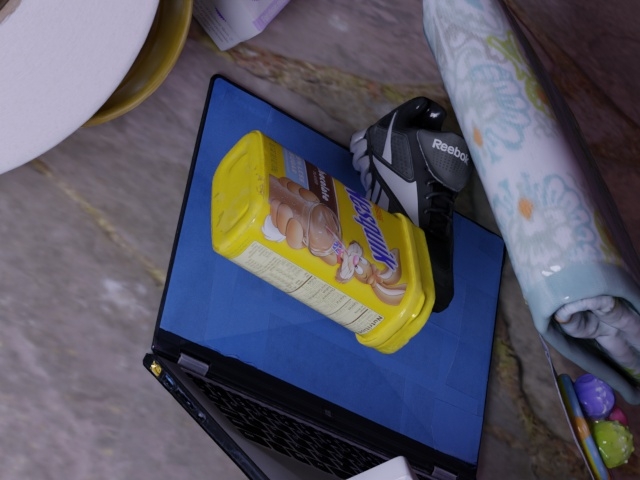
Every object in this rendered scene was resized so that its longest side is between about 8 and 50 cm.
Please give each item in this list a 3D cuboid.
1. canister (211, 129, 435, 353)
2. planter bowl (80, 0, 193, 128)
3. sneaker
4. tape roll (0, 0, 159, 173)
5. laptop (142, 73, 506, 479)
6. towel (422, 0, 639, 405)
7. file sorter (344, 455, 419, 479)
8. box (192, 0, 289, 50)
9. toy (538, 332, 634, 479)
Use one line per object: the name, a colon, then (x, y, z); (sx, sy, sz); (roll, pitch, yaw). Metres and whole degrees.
canister: (0.000, 0.000, 1.235); (0.170, 0.073, 0.126); (31, 30, -26)
planter bowl: (-0.213, -0.188, 1.210); (0.217, 0.090, 0.217); (1, 88, -23)
sneaker: (0.088, -0.043, 1.379); (0.078, 0.106, 0.234); (28, 33, -32)
tape roll: (-0.298, -0.221, 1.086); (0.392, 0.072, 0.392); (0, 89, -23)
laptop: (0.077, 0.093, 1.322); (0.382, 0.408, 0.236); (27, 95, -34)
towel: (0.209, -0.033, 1.420); (0.374, 0.090, 0.320); (39, 26, -62)
file sorter: (-0.016, 0.312, 1.058); (0.193, 0.278, 0.173); (59, 9, -43)
box: (-0.009, -0.295, 1.458); (0.067, 0.063, 0.324); (52, 50, -17)
toy: (0.270, 0.191, 1.508); (0.137, 0.056, 0.237); (-96, 166, -66)
